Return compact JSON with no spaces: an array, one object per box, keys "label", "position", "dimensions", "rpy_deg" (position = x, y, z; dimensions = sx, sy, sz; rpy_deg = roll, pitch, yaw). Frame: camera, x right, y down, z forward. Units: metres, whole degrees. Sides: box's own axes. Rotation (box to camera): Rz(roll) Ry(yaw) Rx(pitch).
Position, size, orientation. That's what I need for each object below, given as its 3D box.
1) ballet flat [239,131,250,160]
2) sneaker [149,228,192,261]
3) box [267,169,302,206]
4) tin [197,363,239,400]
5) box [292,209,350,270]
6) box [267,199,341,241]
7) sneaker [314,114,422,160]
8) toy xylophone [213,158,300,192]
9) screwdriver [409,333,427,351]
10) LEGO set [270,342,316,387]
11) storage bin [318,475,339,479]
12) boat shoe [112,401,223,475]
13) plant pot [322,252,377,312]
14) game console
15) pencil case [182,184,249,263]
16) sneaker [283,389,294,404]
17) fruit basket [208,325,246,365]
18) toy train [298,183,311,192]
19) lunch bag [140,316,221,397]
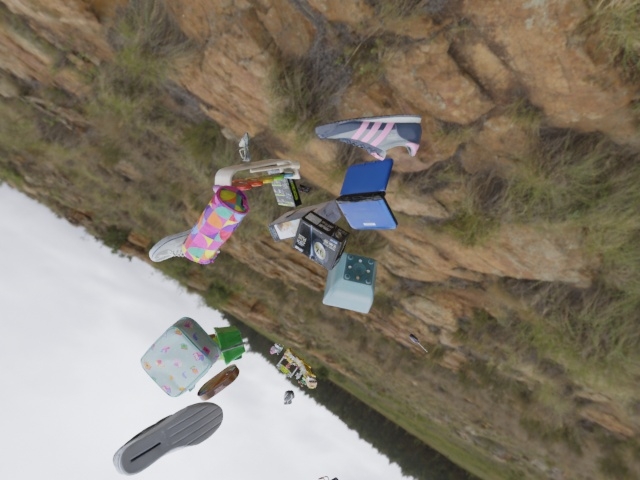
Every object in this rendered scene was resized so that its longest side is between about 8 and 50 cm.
[{"label":"ballet flat","position":[-0.285,-0.348,1.538],"dimensions":[0.041,0.041,0.115],"rpy_deg":[30,134,31]},{"label":"sneaker","position":[-0.533,0.023,1.597],"dimensions":[0.091,0.257,0.094],"rpy_deg":[55,164,31]},{"label":"box","position":[-0.172,-0.254,1.942],"dimensions":[0.190,0.045,0.184],"rpy_deg":[13,127,59]},{"label":"tin","position":[-0.413,0.578,1.672],"dimensions":[0.040,0.189,0.106],"rpy_deg":[57,173,-17]},{"label":"box","position":[0.000,0.000,1.524],"dimensions":[0.180,0.077,0.148],"rpy_deg":[32,132,13]},{"label":"box","position":[-0.073,-0.087,1.841],"dimensions":[0.289,0.169,0.087],"rpy_deg":[-11,110,37]},{"label":"sneaker","position":[0.143,-0.301,1.224],"dimensions":[0.318,0.131,0.112],"rpy_deg":[-3,-164,5]},{"label":"toy xylophone","position":[-0.212,-0.230,1.446],"dimensions":[0.236,0.322,0.081],"rpy_deg":[21,122,57]},{"label":"screwdriver","position":[0.438,0.454,1.814],"dimensions":[0.024,0.025,0.170],"rpy_deg":[4,152,46]},{"label":"LEGO set","position":[-0.119,0.592,1.864],"dimensions":[0.287,0.107,0.132],"rpy_deg":[37,180,34]},{"label":"storage bin","position":[-0.002,0.738,1.175],"dimensions":[0.135,0.090,0.098],"rpy_deg":[39,-150,-61]},{"label":"boat shoe","position":[-0.465,0.585,1.257],"dimensions":[0.334,0.121,0.119],"rpy_deg":[-10,177,-44]},{"label":"plant pot","position":[0.166,0.189,2.062],"dimensions":[0.246,0.248,0.252],"rpy_deg":[12,152,-2]},{"label":"game console","position":[0.226,-0.197,1.815],"dimensions":[0.293,0.173,0.250],"rpy_deg":[3,131,54]},{"label":"pencil case","position":[-0.274,-0.036,1.076],"dimensions":[0.104,0.236,0.105],"rpy_deg":[26,-141,-23]},{"label":"sneaker","position":[-0.120,0.568,1.510],"dimensions":[0.040,0.044,0.109],"rpy_deg":[2,142,-15]},{"label":"fruit basket","position":[-0.534,0.529,1.924],"dimensions":[0.166,0.352,0.327],"rpy_deg":[68,160,-4]},{"label":"toy train","position":[-0.077,-0.241,1.921],"dimensions":[0.027,0.036,0.158],"rpy_deg":[14,-172,-18]},{"label":"lunch bag","position":[-0.507,0.431,1.499],"dimensions":[0.224,0.279,0.108],"rpy_deg":[45,-156,-3]}]
